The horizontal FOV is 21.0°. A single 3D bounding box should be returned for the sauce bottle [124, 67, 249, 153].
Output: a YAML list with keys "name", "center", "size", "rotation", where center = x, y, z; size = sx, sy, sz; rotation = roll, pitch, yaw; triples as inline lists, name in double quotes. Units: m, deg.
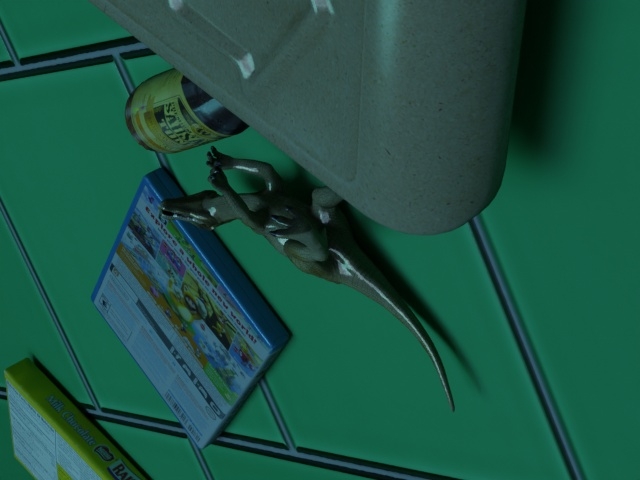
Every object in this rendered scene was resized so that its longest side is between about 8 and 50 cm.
- name: "sauce bottle"
  center: [-0.051, -0.068, 0.814]
  size: [0.128, 0.042, 0.042]
  rotation: [-12, 107, 61]

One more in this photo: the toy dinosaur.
- name: "toy dinosaur"
  center: [0.000, 0.000, 0.811]
  size: [0.183, 0.053, 0.092]
  rotation: [31, 159, 27]

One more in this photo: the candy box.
- name: "candy box"
  center: [-0.153, 0.180, 1.222]
  size: [0.206, 0.027, 0.105]
  rotation: [41, 144, 28]

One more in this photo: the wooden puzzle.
- name: "wooden puzzle"
  center: [-0.049, -0.206, 0.654]
  size: [0.348, 0.080, 0.322]
  rotation: [34, 144, 29]

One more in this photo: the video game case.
- name: "video game case"
  center: [-0.079, 0.043, 0.992]
  size: [0.119, 0.015, 0.166]
  rotation: [53, 151, 11]
